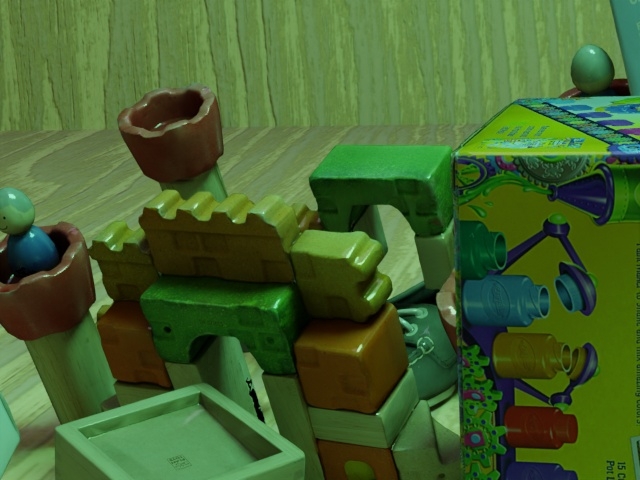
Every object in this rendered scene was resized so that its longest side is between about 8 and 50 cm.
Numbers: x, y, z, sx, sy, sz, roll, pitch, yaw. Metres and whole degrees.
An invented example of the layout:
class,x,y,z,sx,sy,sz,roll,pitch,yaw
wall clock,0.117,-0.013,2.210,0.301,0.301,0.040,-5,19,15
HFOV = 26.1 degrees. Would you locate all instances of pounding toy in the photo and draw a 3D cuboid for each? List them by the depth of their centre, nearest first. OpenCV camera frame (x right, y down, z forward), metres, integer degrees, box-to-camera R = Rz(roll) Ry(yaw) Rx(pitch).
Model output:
class,x,y,z,sx,sy,sz,roll,pitch,yaw
pounding toy,-0.088,0.157,0.855,0.130,0.100,0.141,-14,27,-36

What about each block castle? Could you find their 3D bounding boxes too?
class,x,y,z,sx,sy,sz,roll,pitch,yaw
block castle,0.000,0.000,1.000,0.453,0.213,0.303,3,36,28

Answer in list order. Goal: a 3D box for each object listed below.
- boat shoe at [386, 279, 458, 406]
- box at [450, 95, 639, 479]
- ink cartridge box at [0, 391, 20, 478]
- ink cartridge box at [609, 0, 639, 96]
class,x,y,z,sx,sy,sz,roll,pitch,yaw
boat shoe,0.095,0.064,1.166,0.112,0.095,0.335,7,16,36
box,0.212,0.089,0.606,0.279,0.290,0.177,1,13,16
ink cartridge box,-0.277,0.197,0.563,0.176,0.069,0.371,1,40,18
ink cartridge box,0.334,-0.128,0.959,0.151,0.395,0.270,-20,-11,40
